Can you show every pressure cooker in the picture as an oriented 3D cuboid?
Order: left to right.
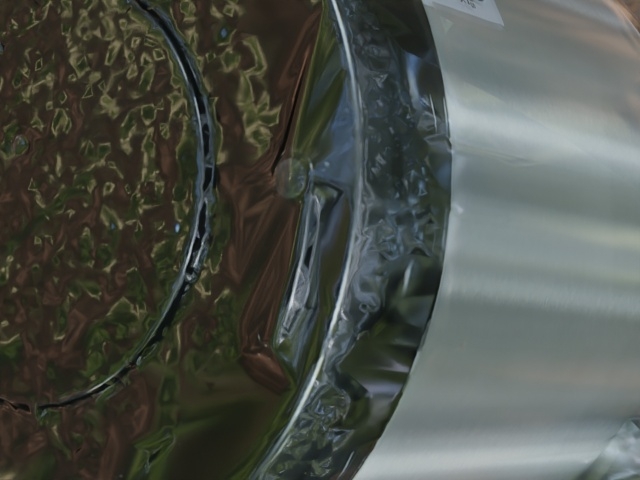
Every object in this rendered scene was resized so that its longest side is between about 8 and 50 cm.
[{"bbox_3d":[0.005,-0.003,0.831,0.420,0.376,0.369,5,85,-54],"label":"pressure cooker"}]
